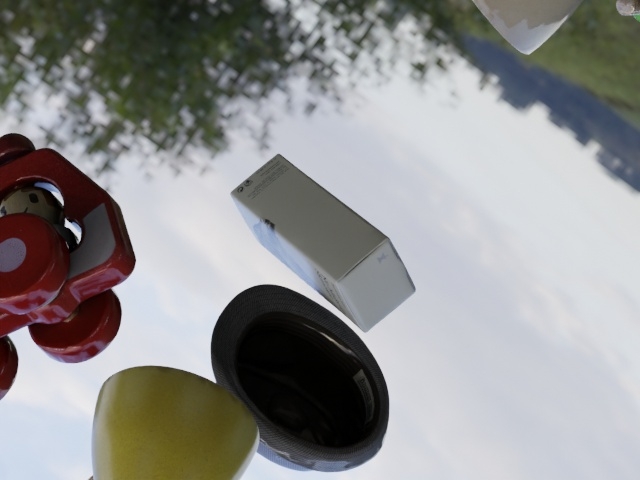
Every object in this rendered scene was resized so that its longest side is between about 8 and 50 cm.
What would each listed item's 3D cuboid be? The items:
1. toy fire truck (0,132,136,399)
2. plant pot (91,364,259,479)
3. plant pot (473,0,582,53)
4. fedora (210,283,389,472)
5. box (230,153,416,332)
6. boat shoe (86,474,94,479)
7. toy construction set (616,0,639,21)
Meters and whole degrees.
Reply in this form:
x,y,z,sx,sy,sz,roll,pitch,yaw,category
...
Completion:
x,y,z,sx,sy,sz,roll,pitch,yaw,category
-0.350,0.013,1.684,0.254,0.302,0.169,68,-173,31,toy fire truck
-0.124,0.176,1.269,0.134,0.134,0.095,33,-133,-15,plant pot
0.255,-0.398,2.004,0.284,0.191,0.284,47,-159,-25,plant pot
-0.044,0.203,2.157,0.275,0.124,0.244,34,-133,-8,fedora
0.000,0.000,2.153,0.275,0.094,0.113,39,164,48,box
-0.261,0.331,2.034,0.098,0.277,0.096,50,-157,-4,boat shoe
0.440,-0.195,1.204,0.237,0.309,0.257,-11,-121,-50,toy construction set
